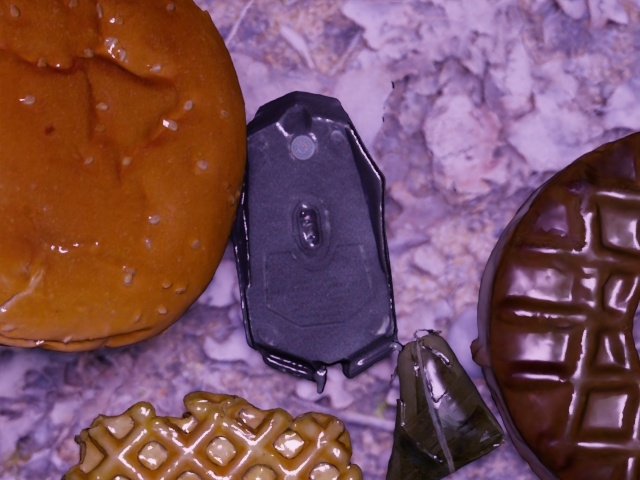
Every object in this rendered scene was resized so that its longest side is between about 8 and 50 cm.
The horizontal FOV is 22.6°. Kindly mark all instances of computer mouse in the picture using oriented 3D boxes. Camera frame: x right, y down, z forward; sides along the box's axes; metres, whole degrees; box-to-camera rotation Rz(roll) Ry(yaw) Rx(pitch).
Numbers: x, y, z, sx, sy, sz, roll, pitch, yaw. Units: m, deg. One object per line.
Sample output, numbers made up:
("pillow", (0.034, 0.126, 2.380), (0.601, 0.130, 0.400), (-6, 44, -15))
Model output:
("computer mouse", (-0.002, 0.000, 1.226), (0.126, 0.071, 0.231), (-8, 95, 10))

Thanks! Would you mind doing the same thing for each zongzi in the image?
("zongzi", (0.066, 0.138, 1.230), (0.119, 0.055, 0.109), (-32, 86, 7))

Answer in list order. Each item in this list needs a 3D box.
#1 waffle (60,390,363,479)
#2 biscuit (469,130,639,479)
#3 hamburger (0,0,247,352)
("waffle", (-0.079, 0.237, 1.218), (0.254, 0.052, 0.245), (-1, 88, -3))
("biscuit", (0.285, 0.070, 1.215), (0.332, 0.103, 0.332), (0, 86, -1))
("hamburger", (-0.194, -0.065, 1.123), (0.290, 0.170, 0.314), (14, 69, -30))
